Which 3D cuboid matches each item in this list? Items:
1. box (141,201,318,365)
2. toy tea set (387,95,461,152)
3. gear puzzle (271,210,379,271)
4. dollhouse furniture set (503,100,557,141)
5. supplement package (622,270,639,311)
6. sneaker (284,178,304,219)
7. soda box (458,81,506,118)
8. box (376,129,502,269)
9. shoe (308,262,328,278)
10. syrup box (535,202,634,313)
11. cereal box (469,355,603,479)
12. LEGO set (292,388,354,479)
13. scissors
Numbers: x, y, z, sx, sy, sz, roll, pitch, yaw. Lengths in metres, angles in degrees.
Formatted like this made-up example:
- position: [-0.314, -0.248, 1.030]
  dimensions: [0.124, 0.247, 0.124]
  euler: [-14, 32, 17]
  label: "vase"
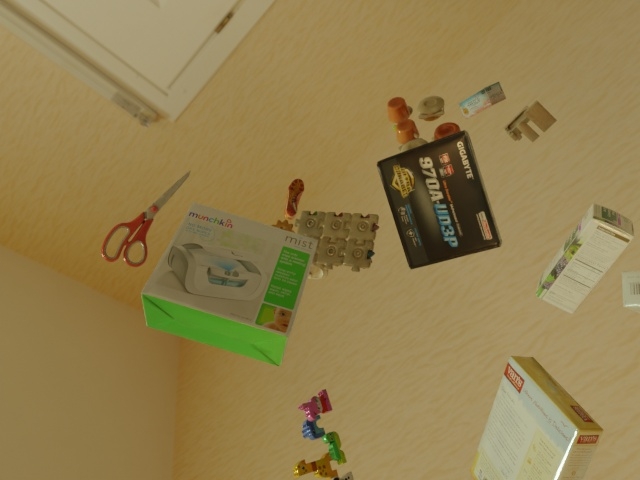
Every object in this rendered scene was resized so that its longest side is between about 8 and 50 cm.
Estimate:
- position: [-0.162, 0.079, 0.932]
  dimensions: [0.262, 0.126, 0.231]
  euler: [17, -130, 1]
  label: "box"
- position: [0.326, -0.338, 1.548]
  dimensions: [0.124, 0.200, 0.336]
  euler: [61, -167, -48]
  label: "toy tea set"
- position: [0.000, 0.000, 1.418]
  dimensions: [0.044, 0.339, 0.175]
  euler: [45, -127, -62]
  label: "gear puzzle"
- position: [0.728, -0.446, 1.780]
  dimensions: [0.123, 0.144, 0.151]
  euler: [29, -152, -29]
  label: "dollhouse furniture set"
- position: [0.948, 0.152, 1.392]
  dimensions: [0.179, 0.105, 0.105]
  euler: [19, -110, -37]
  label: "supplement package"
- position: [-0.109, -0.163, 1.912]
  dimensions: [0.064, 0.067, 0.175]
  euler: [21, -111, -11]
  label: "sneaker"
- position: [0.529, -0.458, 1.613]
  dimensions: [0.062, 0.058, 0.183]
  euler: [64, 171, -5]
  label: "soda box"
- position: [0.222, -0.072, 0.924]
  dimensions: [0.051, 0.175, 0.220]
  euler: [-20, -86, -65]
  label: "box"
- position: [-0.084, 0.093, 1.617]
  dimensions: [0.219, 0.076, 0.058]
  euler: [12, -147, 8]
  label: "shoe"
- position: [0.601, 0.043, 1.124]
  dimensions: [0.096, 0.236, 0.093]
  euler: [28, -145, 14]
  label: "syrup box"
- position: [0.313, 0.322, 0.740]
  dimensions: [0.047, 0.240, 0.173]
  euler: [7, -160, -12]
  label: "cereal box"
- position: [-0.011, 0.445, 1.029]
  dimensions: [0.093, 0.087, 0.227]
  euler: [-2, -122, -33]
  label: "LEGO set"
- position: [-0.437, -0.070, 1.231]
  dimensions: [0.109, 0.297, 0.021]
  euler: [29, 171, -20]
  label: "scissors"
